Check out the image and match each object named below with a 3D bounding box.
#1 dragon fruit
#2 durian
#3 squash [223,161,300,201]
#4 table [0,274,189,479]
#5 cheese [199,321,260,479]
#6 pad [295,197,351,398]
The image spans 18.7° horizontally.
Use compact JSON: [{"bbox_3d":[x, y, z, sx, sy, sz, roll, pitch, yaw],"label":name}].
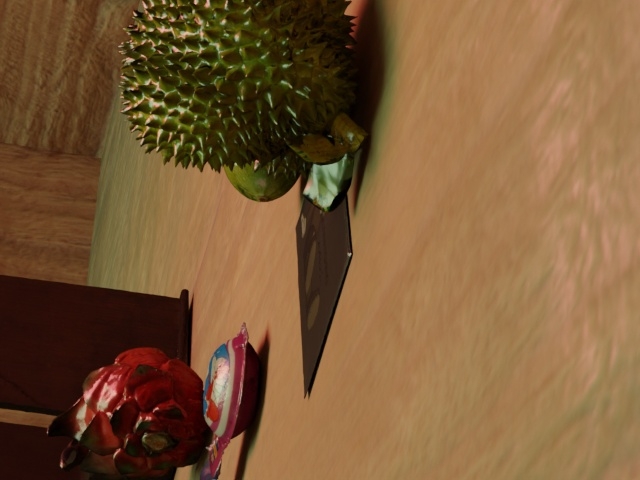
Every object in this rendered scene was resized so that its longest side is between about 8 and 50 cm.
[{"bbox_3d":[-0.163,0.165,1.766,0.142,0.130,0.121,-21,13,35],"label":"dragon fruit"},{"bbox_3d":[-0.052,-0.114,1.264,0.198,0.159,0.146,-120,41,-73],"label":"durian"},{"bbox_3d":[-0.033,-0.124,1.455,0.066,0.066,0.201,127,153,-70],"label":"squash"},{"bbox_3d":[-0.297,0.185,2.033,0.196,0.282,0.250,-92,14,-46],"label":"table"},{"bbox_3d":[-0.073,0.134,1.518,0.095,0.038,0.145,-108,29,-69],"label":"cheese"},{"bbox_3d":[0.000,0.000,1.322,0.190,0.004,0.127,-95,17,-52],"label":"pad"}]
